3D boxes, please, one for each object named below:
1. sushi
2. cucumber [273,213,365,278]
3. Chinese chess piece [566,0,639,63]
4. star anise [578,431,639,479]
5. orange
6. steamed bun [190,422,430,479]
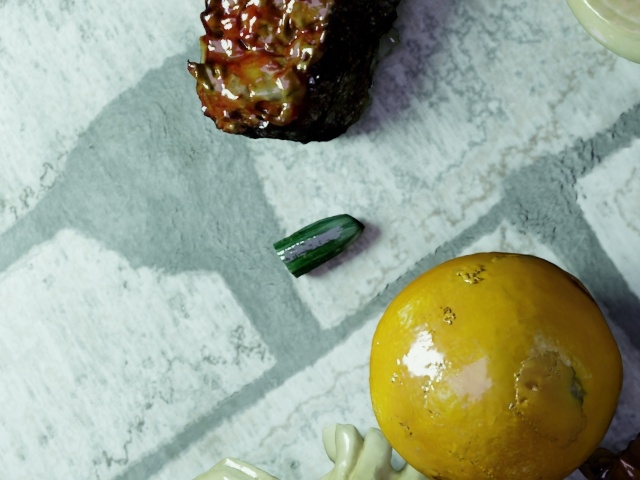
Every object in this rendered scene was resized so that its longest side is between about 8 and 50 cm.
[{"bbox_3d":[-0.009,-0.268,1.377,0.196,0.182,0.343,19,97,13],"label":"sushi"},{"bbox_3d":[0.000,0.000,1.428,0.105,0.048,0.048,-29,78,15],"label":"cucumber"},{"bbox_3d":[0.361,-0.297,1.288,0.250,0.097,0.251,-1,86,20],"label":"Chinese chess piece"},{"bbox_3d":[0.332,0.251,1.267,0.144,0.158,0.140,42,101,-7],"label":"star anise"},{"bbox_3d":[0.169,0.128,1.258,0.246,0.246,0.246,-1,87,20],"label":"orange"},{"bbox_3d":[0.053,0.337,1.346,0.428,0.189,0.247,36,128,19],"label":"steamed bun"}]
